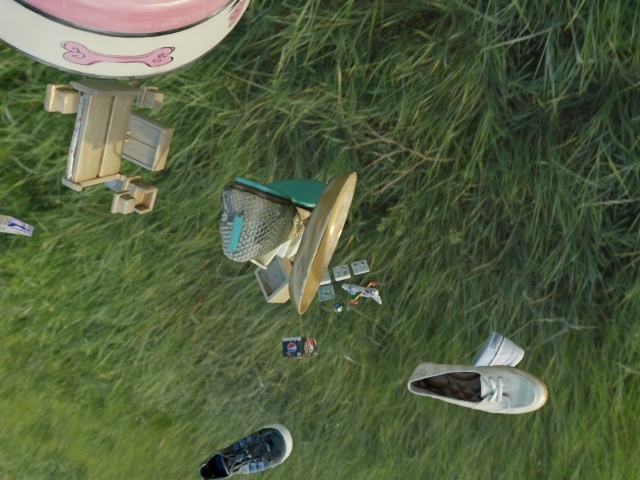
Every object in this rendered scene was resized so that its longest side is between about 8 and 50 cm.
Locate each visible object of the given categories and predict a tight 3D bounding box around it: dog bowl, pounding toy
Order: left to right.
[{"bbox_3d":[-0.227,-0.389,0.552,0.408,0.408,0.150,55,159,-19],"label":"dog bowl"},{"bbox_3d":[-0.107,0.088,1.558,0.130,0.100,0.141,-43,58,29],"label":"pounding toy"}]

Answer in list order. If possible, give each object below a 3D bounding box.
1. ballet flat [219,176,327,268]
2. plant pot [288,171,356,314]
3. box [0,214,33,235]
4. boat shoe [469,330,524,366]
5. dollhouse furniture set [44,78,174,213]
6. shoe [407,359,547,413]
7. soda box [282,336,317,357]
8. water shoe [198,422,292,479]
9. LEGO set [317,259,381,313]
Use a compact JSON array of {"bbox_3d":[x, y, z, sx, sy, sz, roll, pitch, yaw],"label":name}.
[{"bbox_3d":[-0.089,-0.038,1.102,0.163,0.483,0.182,20,101,11],"label":"ballet flat"},{"bbox_3d":[0.000,0.000,0.834,0.032,0.236,0.236,21,135,8],"label":"plant pot"},{"bbox_3d":[-0.770,-0.040,1.292,0.136,0.028,0.081,5,164,14],"label":"box"},{"bbox_3d":[0.385,0.301,1.208,0.084,0.095,0.258,26,150,15],"label":"boat shoe"},{"bbox_3d":[-0.484,-0.190,1.086,0.173,0.355,0.303,25,110,11],"label":"dollhouse furniture set"},{"bbox_3d":[0.241,0.235,0.843,0.218,0.058,0.077,-3,91,37],"label":"shoe"},{"bbox_3d":[-0.055,0.301,1.488,0.060,0.053,0.169,-8,166,12],"label":"soda box"},{"bbox_3d":[-0.138,0.401,0.976,0.203,0.080,0.073,-34,76,27],"label":"water shoe"},{"bbox_3d":[0.082,0.154,1.680,0.182,0.244,0.060,-14,116,0],"label":"LEGO set"}]
